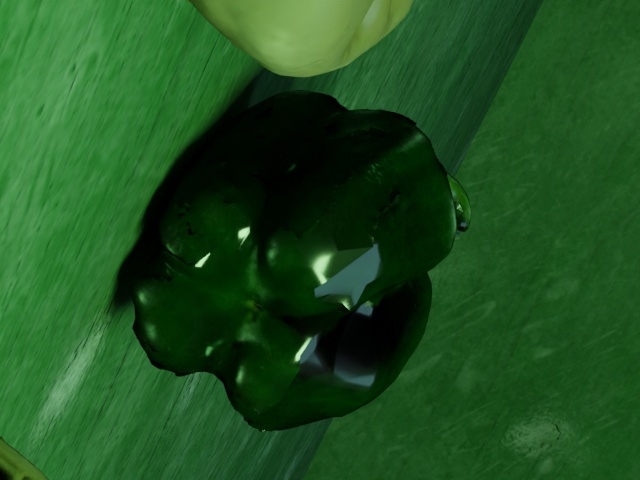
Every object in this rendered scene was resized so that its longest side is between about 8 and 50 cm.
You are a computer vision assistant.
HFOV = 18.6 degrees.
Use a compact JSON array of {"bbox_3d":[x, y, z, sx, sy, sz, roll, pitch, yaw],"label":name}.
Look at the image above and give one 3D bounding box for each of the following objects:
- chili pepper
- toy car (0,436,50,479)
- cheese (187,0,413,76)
[{"bbox_3d":[0.000,0.000,1.146,0.261,0.165,0.174,-43,142,-58],"label":"chili pepper"},{"bbox_3d":[-0.185,0.153,0.612,0.257,0.124,0.101,-54,168,-50],"label":"toy car"},{"bbox_3d":[0.008,-0.169,0.756,0.235,0.117,0.218,-58,173,-29],"label":"cheese"}]
